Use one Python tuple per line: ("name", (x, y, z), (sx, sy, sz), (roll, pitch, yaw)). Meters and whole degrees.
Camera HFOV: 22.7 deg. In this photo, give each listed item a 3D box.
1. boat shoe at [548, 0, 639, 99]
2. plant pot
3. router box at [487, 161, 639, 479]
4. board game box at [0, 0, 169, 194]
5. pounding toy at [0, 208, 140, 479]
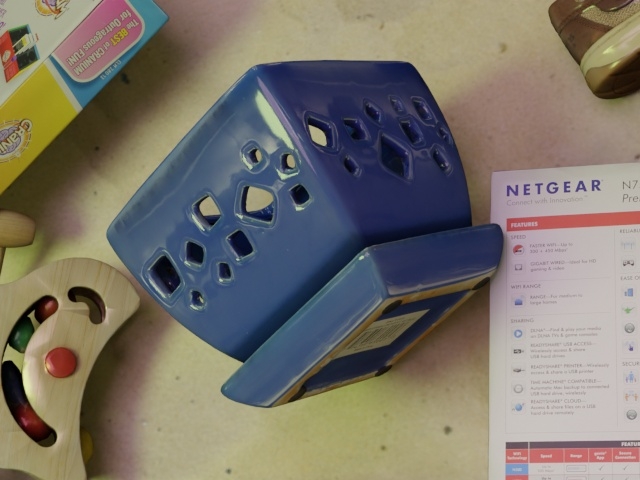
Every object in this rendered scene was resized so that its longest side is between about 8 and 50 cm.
("boat shoe", (0.357, -0.266, 1.411), (0.342, 0.123, 0.123), (-36, 68, 12))
("plant pot", (0.000, 0.000, 1.352), (0.236, 0.236, 0.212), (-44, 70, 33))
("router box", (0.312, 0.084, 1.336), (0.336, 0.082, 0.301), (-2, 73, 17))
("board game box", (-0.317, -0.161, 1.569), (0.316, 0.064, 0.242), (-46, 37, 1))
("pounding toy", (-0.254, 0.102, 1.524), (0.154, 0.155, 0.269), (-1, 82, -12))
